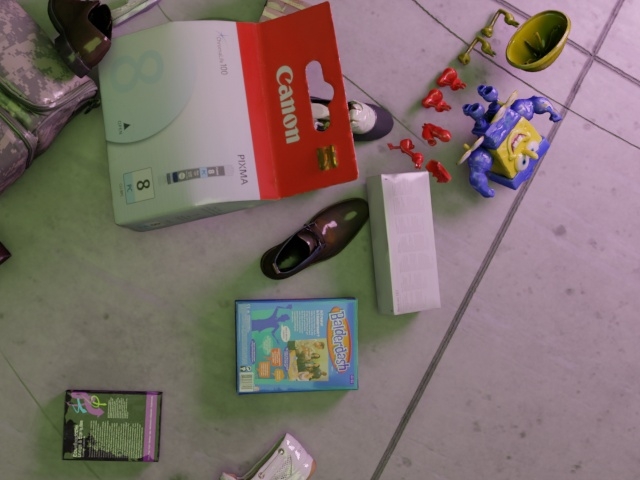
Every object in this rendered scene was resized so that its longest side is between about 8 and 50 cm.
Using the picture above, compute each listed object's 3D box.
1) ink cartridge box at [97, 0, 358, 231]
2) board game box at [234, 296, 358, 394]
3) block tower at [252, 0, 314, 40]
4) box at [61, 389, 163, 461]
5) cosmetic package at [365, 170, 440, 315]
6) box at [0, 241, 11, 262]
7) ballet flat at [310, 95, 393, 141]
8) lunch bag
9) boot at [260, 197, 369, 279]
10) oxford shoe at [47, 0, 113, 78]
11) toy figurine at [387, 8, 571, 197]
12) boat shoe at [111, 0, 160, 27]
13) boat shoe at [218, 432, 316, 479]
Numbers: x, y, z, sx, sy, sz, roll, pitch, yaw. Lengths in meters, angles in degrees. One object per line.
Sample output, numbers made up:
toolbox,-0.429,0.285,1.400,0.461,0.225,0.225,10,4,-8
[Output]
ink cartridge box,-0.154,-0.202,1.428,0.384,0.091,0.308,-12,77,16
board game box,-0.041,0.180,1.567,0.210,0.047,0.160,0,90,-7
block tower,-0.102,-0.261,1.534,0.097,0.091,0.336,22,88,-8
box,-0.350,0.311,1.535,0.162,0.029,0.116,3,89,-9
cosmetic package,0.141,0.004,1.574,0.098,0.060,0.239,-5,91,-29
box,-0.691,-0.061,1.432,0.191,0.143,0.381,-39,94,-6
ballet flat,0.031,-0.211,1.563,0.203,0.074,0.074,8,89,-8
lunch bag,-0.532,-0.255,1.425,0.305,0.212,0.256,46,68,-7
boot,0.000,0.000,1.541,0.219,0.106,0.082,-35,95,-6
oxford shoe,-0.371,-0.344,1.446,0.096,0.227,0.083,-36,136,6
toy figurine,0.320,-0.203,1.596,0.363,0.191,0.217,-52,127,-12
boat shoe,-0.314,-0.396,1.532,0.100,0.035,0.035,-30,97,0
boat shoe,-0.140,0.430,1.535,0.277,0.098,0.096,-38,95,-15
